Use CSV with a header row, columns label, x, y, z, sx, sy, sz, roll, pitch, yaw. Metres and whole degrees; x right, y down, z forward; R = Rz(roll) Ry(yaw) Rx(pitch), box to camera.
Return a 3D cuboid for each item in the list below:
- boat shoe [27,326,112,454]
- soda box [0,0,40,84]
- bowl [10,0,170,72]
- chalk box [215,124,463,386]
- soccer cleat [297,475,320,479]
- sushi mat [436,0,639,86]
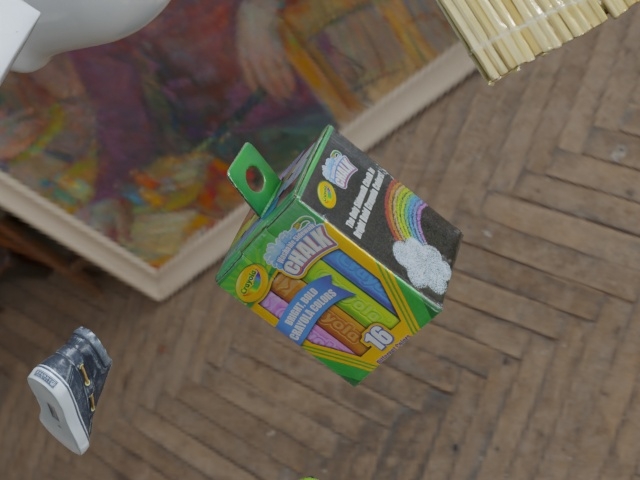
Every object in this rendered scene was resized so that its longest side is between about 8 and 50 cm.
label,x,y,z,sx,sy,sz,roll,pitch,yaw
boat shoe,-0.267,0.171,1.330,0.065,0.183,0.083,33,61,16
soda box,-0.211,-0.043,0.553,0.069,0.074,0.216,-40,24,44
bowl,-0.129,-0.252,0.739,0.134,0.298,0.298,1,76,5
chalk box,0.000,0.000,1.458,0.179,0.289,0.180,-46,11,34
soccer cleat,-0.054,0.244,0.888,0.060,0.072,0.179,42,113,3
sushi mat,0.089,-0.256,0.717,0.151,0.019,0.317,-29,76,0
